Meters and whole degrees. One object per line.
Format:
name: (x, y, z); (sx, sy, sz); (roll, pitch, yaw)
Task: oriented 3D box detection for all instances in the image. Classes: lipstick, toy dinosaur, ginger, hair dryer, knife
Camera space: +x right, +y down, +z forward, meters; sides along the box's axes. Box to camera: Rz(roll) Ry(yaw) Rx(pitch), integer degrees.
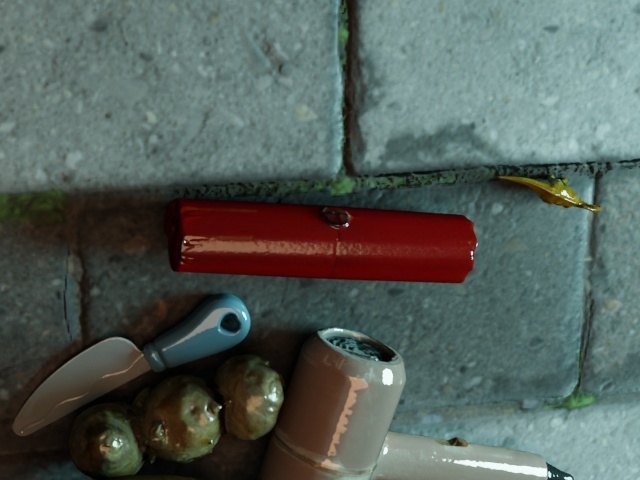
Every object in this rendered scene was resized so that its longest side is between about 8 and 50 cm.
lipstick: (0.000, 0.001, 1.234); (0.280, 0.073, 0.073); (3, 109, -16)
toy dinosaur: (0.215, -0.049, 1.287); (0.113, 0.041, 0.026); (21, 107, -15)
ginger: (-0.129, 0.164, 1.241); (0.204, 0.104, 0.080); (-18, 88, -6)
hair dryer: (0.113, 0.203, 1.334); (0.344, 0.107, 0.189); (12, 104, -27)
knife: (-0.180, 0.111, 1.255); (0.244, 0.032, 0.058); (-23, 117, -1)

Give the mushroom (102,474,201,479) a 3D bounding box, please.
mushroom: (-0.157, 0.381, 1.212); (0.346, 0.259, 0.345); (-10, 134, -10)
